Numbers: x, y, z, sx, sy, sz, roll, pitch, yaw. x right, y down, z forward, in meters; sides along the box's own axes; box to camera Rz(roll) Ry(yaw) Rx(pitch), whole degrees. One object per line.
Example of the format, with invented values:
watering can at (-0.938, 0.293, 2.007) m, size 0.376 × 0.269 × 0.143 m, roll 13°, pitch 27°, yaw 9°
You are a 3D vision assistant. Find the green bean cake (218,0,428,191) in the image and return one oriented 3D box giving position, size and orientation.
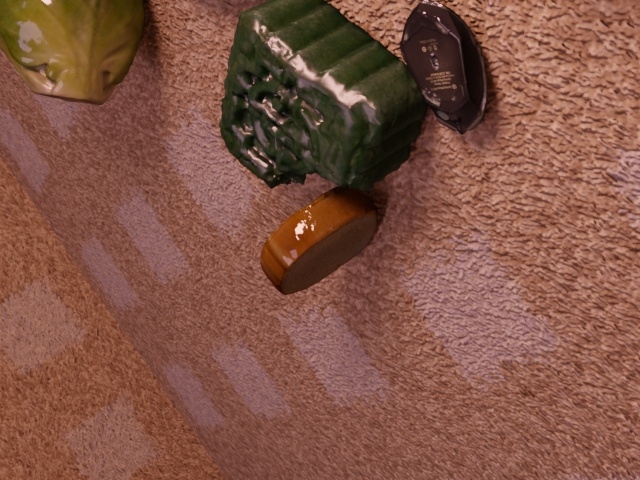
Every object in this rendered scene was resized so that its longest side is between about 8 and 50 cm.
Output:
green bean cake at (-0.010, -0.197, 1.191) m, size 0.308 × 0.169 × 0.300 m, roll 41°, pitch 145°, yaw 18°

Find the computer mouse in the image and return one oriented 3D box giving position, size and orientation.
computer mouse at (0.173, -0.239, 1.016) m, size 0.105 × 0.062 × 0.192 m, roll 9°, pitch 132°, yaw 47°

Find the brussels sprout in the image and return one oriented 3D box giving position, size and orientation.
brussels sprout at (-0.494, -0.436, 1.461) m, size 0.281 × 0.289 × 0.355 m, roll -9°, pitch 86°, yaw 54°

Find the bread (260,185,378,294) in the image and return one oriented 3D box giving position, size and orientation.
bread at (0.000, 0.000, 1.303) m, size 0.070 × 0.236 × 0.236 m, roll 50°, pitch 148°, yaw 18°
